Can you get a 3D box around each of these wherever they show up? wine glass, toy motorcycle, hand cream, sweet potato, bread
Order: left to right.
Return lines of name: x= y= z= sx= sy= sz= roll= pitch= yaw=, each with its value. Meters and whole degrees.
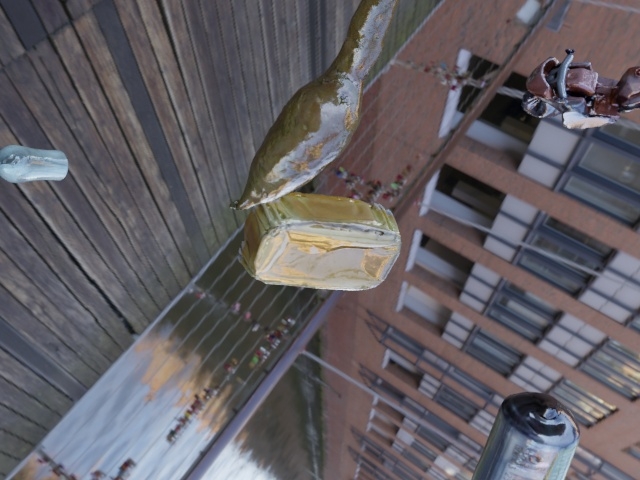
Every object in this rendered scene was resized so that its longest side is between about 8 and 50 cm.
wine glass: x=-0.804 y=-0.205 z=1.480 sx=0.231 sy=0.103 sz=0.103 roll=-12 pitch=131 yaw=-59
bread: x=0.000 y=0.000 z=0.876 sx=0.241 sy=0.107 sz=0.136 roll=5 pitch=126 yaw=-25
sweet potato: x=0.007 y=-0.126 z=0.531 sx=0.269 sy=0.075 sz=0.075 roll=-54 pitch=164 yaw=19
hand cream: x=0.145 y=0.215 z=0.441 sx=0.055 sy=0.086 sz=0.235 roll=-82 pitch=180 yaw=-65
toy motorcycle: x=0.385 y=-0.214 z=0.781 sx=0.118 sy=0.212 sz=0.084 roll=36 pitch=66 yaw=-48
